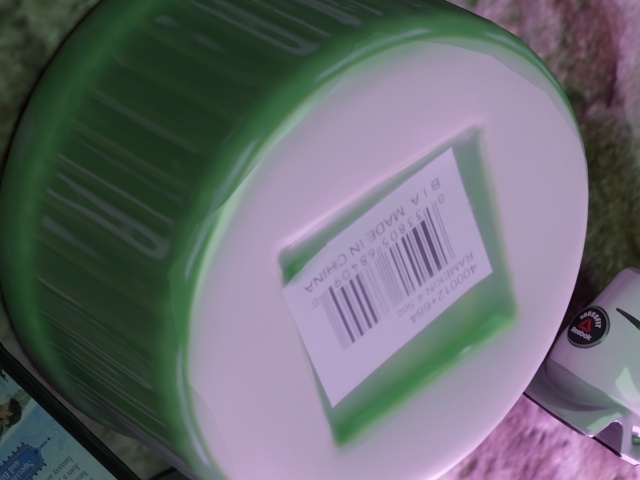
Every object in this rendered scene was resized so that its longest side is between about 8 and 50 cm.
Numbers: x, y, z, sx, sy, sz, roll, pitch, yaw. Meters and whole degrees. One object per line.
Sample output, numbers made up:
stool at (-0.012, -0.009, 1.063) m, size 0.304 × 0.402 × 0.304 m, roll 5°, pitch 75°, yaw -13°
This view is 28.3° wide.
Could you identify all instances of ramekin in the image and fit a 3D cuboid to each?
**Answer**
ramekin at (0.000, 0.000, 0.674) m, size 0.303 × 0.148 × 0.303 m, roll -17°, pitch 120°, yaw -32°

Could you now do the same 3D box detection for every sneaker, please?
sneaker at (0.301, 0.124, 0.995) m, size 0.330 × 0.122 × 0.146 m, roll 32°, pitch 91°, yaw -44°

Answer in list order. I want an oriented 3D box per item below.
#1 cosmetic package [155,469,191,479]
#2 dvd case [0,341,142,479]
cosmetic package at (-0.084, 0.217, 0.739) m, size 0.238 × 0.107 × 0.127 m, roll -27°, pitch 123°, yaw -29°
dvd case at (-0.175, 0.155, 0.609) m, size 0.253 × 0.022 × 0.180 m, roll 46°, pitch 76°, yaw -10°
